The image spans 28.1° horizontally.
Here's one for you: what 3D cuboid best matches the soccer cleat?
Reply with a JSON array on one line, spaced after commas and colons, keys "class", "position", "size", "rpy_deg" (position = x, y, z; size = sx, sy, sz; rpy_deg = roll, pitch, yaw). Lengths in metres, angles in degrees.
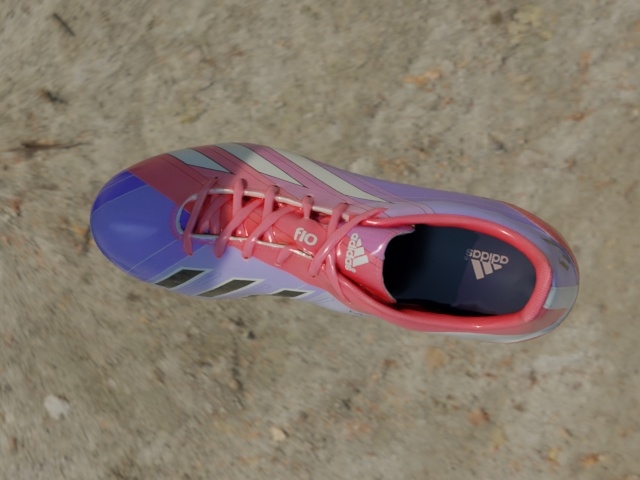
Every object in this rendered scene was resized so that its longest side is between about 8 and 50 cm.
[{"class": "soccer cleat", "position": [0.000, 0.000, 0.615], "size": [0.248, 0.095, 0.083], "rpy_deg": [11, 92, 11]}]
